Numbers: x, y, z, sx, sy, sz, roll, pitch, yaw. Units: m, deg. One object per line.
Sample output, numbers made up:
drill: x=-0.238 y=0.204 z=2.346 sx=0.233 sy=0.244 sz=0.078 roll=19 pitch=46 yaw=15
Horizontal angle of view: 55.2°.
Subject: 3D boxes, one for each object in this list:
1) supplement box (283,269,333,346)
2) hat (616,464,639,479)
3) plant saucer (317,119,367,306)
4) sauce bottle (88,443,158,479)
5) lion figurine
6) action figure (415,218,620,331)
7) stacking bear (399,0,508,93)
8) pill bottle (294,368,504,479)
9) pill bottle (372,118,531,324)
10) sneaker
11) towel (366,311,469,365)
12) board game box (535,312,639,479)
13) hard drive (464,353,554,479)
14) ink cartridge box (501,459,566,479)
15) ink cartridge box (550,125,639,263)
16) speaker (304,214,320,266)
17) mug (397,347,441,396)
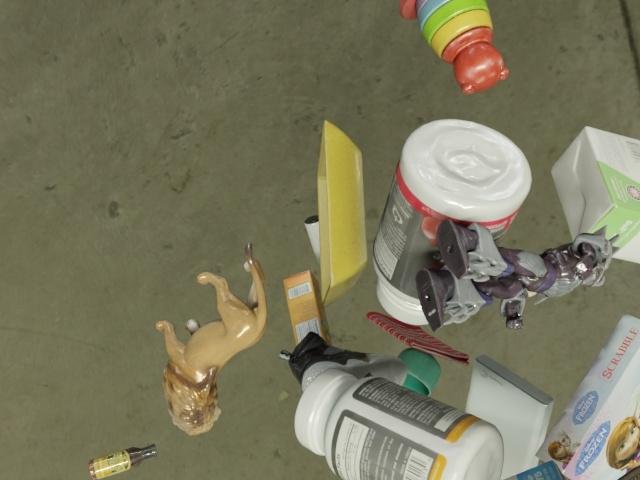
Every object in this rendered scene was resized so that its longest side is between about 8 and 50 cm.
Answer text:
supplement box: x=-0.026 y=0.193 z=1.472 sx=0.080 sy=0.233 sz=0.078 roll=-19 pitch=146 yaw=11
hat: x=0.376 y=0.386 z=0.628 sx=0.332 sy=0.134 sz=0.330 roll=-9 pitch=107 yaw=-31
plant saucer: x=0.043 y=-0.041 z=1.302 sx=0.081 sy=0.333 sz=0.332 roll=-2 pitch=77 yaw=-3
sauce bottle: x=-0.387 y=0.432 z=1.207 sx=0.128 sy=0.042 sz=0.042 roll=-16 pitch=101 yaw=-14
lion figurine: x=-0.215 y=0.212 z=1.282 sx=0.142 sy=0.240 sz=0.392 roll=11 pitch=127 yaw=-43
action figure: x=0.260 y=0.047 z=0.776 sx=0.285 sy=0.099 sz=0.185 roll=2 pitch=137 yaw=-27
stacking bear: x=0.314 y=-0.464 z=1.375 sx=0.176 sy=0.164 sz=0.288 roll=-22 pitch=76 yaw=1
pill bottle: x=0.106 y=0.293 z=0.890 sx=0.162 sy=0.279 sz=0.162 roll=-17 pitch=114 yaw=-45
pill bottle: x=0.175 y=-0.009 z=0.922 sx=0.177 sy=0.318 sz=0.176 roll=4 pitch=51 yaw=-5
sneaker: x=0.046 y=0.248 z=1.241 sx=0.269 sy=0.153 sz=0.101 roll=7 pitch=106 yaw=-39
towel: x=0.261 y=0.263 z=1.686 sx=0.199 sy=0.275 sz=0.031 roll=20 pitch=92 yaw=-22
board game box: x=0.596 y=0.351 z=1.192 sx=0.318 sy=0.066 sz=0.318 roll=37 pitch=84 yaw=-34
hard drive: x=0.499 y=0.519 z=1.689 sx=0.047 sy=0.233 sz=0.352 roll=-17 pitch=122 yaw=-34
ink cartridge box: x=0.277 y=0.496 z=0.884 sx=0.270 sy=0.197 sz=0.198 roll=-28 pitch=118 yaw=13
ink cartridge box: x=0.609 y=-0.057 z=1.071 sx=0.354 sy=0.119 sz=0.207 roll=12 pitch=48 yaw=-9
speaker: x=0.000 y=0.000 z=1.652 sx=0.055 sy=0.055 sz=0.136 roll=-26 pitch=117 yaw=-17
mug: x=0.264 y=0.364 z=1.728 sx=0.129 sy=0.158 sz=0.097 roll=45 pitch=61 yaw=-16
